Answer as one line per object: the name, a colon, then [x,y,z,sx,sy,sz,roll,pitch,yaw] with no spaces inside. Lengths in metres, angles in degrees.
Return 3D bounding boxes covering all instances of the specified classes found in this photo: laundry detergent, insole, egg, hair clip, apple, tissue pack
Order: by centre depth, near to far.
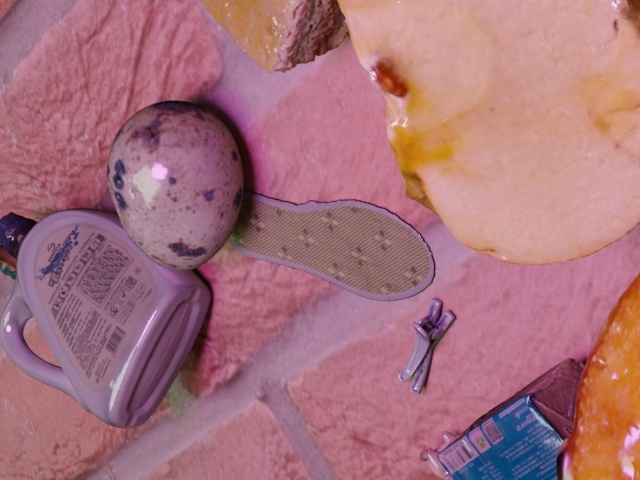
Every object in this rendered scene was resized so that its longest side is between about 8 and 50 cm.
apple: [0.147,-0.147,1.504,0.309,0.252,0.314,60,173,-35]
tissue pack: [0.202,0.195,1.782,0.120,0.082,0.169,53,142,5]
hair clip: [0.095,0.108,1.901,0.030,0.039,0.115,48,144,28]
insole: [0.000,0.000,1.977,0.322,0.007,0.109,13,121,45]
egg: [-0.148,-0.056,2.009,0.141,0.141,0.182,19,124,44]
laundry detergent: [-0.274,0.065,2.207,0.280,0.105,0.215,31,99,29]

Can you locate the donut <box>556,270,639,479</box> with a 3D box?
donut: [0.361,0.150,1.423,0.378,0.163,0.435,55,129,48]

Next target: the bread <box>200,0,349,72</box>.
bread: [-0.049,-0.264,1.793,0.196,0.102,0.138,46,138,27]

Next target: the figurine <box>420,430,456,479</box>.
figurine: [0.136,0.230,1.926,0.083,0.047,0.050,47,156,10]

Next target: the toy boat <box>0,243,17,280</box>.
toy boat: [-0.319,0.075,2.334,0.293,0.108,0.099,44,106,27]
